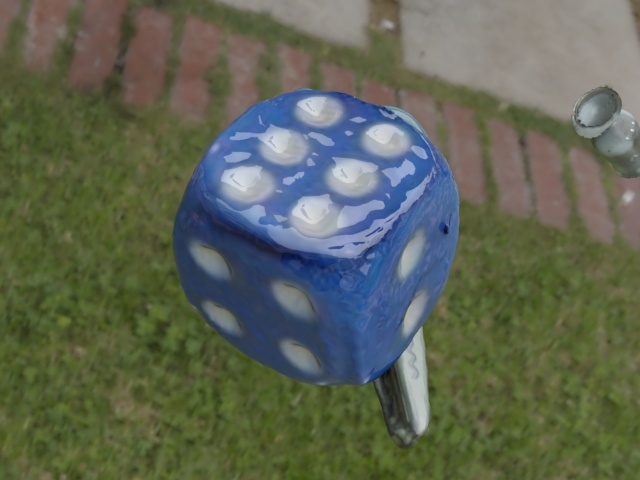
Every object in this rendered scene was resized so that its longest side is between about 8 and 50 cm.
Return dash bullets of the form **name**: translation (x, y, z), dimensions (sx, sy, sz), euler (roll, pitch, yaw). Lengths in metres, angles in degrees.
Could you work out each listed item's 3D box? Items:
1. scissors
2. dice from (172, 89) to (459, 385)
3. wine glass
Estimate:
- **scissors**: translation (0.041, 0.014, 1.025), dimensions (0.138, 0.041, 0.289), euler (11, 55, -30)
- **dice**: translation (0.000, 0.000, 0.919), dimensions (0.146, 0.146, 0.143), euler (24, 54, 21)
- **wine glass**: translation (0.213, -0.074, 1.039), dimensions (0.083, 0.039, 0.042), euler (43, 46, -51)
